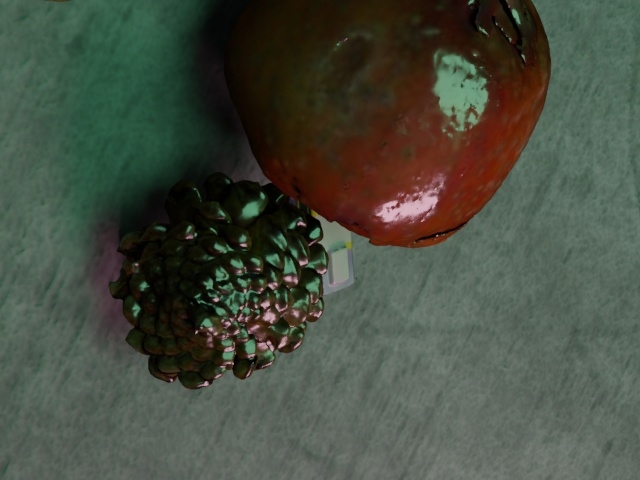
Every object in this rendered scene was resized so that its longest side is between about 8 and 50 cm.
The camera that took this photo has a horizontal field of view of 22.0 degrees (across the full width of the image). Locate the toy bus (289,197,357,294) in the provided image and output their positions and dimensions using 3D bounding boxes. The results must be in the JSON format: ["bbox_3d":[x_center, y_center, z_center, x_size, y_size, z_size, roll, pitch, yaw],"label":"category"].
[{"bbox_3d":[0.000,0.000,1.541,0.052,0.058,0.102,-20,115,-35],"label":"toy bus"}]

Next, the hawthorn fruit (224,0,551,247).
[{"bbox_3d":[0.084,-0.155,1.388,0.276,0.276,0.307,20,127,-43],"label":"hawthorn fruit"}]

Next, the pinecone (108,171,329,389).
[{"bbox_3d":[-0.082,0.028,1.415,0.195,0.150,0.179,-20,115,-36],"label":"pinecone"}]
